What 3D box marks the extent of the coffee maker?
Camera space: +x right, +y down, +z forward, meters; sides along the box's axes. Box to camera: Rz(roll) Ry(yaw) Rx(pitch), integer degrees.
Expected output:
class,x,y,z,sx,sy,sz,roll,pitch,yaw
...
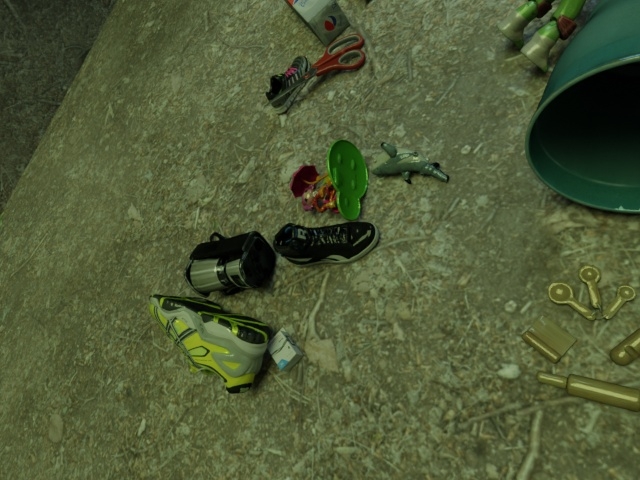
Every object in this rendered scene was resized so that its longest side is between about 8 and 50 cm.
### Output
class,x,y,z,sx,sy,sz,roll,pitch,yaw
coffee maker,-0.205,0.037,0.989,0.178,0.120,0.171,-11,64,29

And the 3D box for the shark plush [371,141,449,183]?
class,x,y,z,sx,sy,sz,roll,pitch,yaw
shark plush,0.184,-0.148,0.874,0.161,0.073,0.067,20,102,17

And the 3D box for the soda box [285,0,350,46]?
class,x,y,z,sx,sy,sz,roll,pitch,yaw
soda box,-0.034,-0.662,1.186,0.091,0.098,0.286,-39,55,14

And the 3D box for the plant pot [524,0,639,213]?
class,x,y,z,sx,sy,sz,roll,pitch,yaw
plant pot,0.454,-0.219,0.593,0.271,0.272,0.255,7,59,35

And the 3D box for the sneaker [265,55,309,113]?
class,x,y,z,sx,sy,sz,roll,pitch,yaw
sneaker,-0.089,-0.426,1.136,0.063,0.074,0.171,28,87,38

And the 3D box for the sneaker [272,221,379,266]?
class,x,y,z,sx,sy,sz,roll,pitch,yaw
sneaker,0.000,0.000,0.868,0.216,0.121,0.079,-17,63,27

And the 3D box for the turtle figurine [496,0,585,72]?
class,x,y,z,sx,sy,sz,roll,pitch,yaw
turtle figurine,0.477,-0.438,0.755,0.198,0.274,0.266,48,126,8

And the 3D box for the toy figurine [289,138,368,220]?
class,x,y,z,sx,sy,sz,roll,pitch,yaw
toy figurine,0.004,-0.114,0.935,0.159,0.130,0.173,-12,75,42

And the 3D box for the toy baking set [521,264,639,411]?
class,x,y,z,sx,sy,sz,roll,pitch,yaw
toy baking set,0.423,0.134,0.593,0.256,0.030,0.197,11,77,36

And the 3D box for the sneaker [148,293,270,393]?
class,x,y,z,sx,sy,sz,roll,pitch,yaw
sneaker,-0.277,0.213,0.952,0.384,0.145,0.147,13,90,43

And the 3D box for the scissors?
class,x,y,z,sx,sy,sz,roll,pitch,yaw
scissors,-0.021,-0.435,1.099,0.296,0.021,0.109,-21,65,12

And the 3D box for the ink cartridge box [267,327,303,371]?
class,x,y,z,sx,sy,sz,roll,pitch,yaw
ink cartridge box,-0.079,0.222,0.885,0.048,0.028,0.083,-49,52,6
